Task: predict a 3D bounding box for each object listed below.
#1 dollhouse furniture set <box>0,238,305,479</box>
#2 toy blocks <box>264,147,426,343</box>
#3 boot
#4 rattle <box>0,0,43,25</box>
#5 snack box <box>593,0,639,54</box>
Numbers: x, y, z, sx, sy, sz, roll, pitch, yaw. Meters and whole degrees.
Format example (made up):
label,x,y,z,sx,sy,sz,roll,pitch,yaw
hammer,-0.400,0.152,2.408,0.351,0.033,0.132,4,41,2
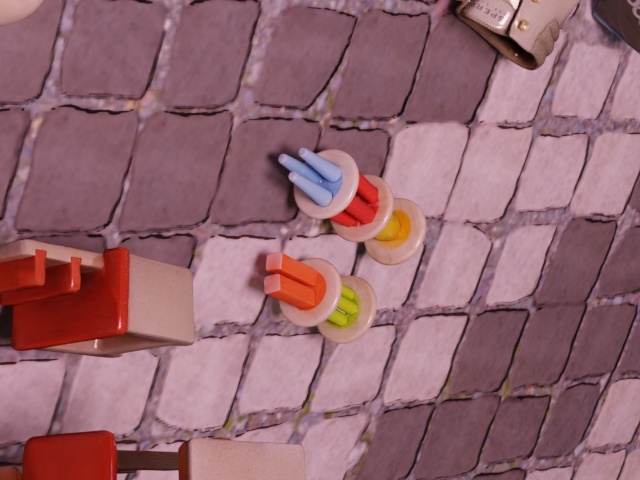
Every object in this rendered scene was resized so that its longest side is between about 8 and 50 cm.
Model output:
label,x,y,z,sx,sy,sz,roll,pitch,yaw
dollhouse furniture set,-0.151,0.138,1.116,0.135,0.262,0.259,11,73,-48
toy blocks,0.000,0.000,1.317,0.123,0.054,0.148,-58,142,0
boot,0.154,-0.224,1.308,0.165,0.077,0.213,-54,149,-4
rattle,-0.205,-0.155,0.993,0.143,0.130,0.200,-42,-179,18
snack box,0.309,-0.266,1.334,0.187,0.060,0.322,-46,173,-15
